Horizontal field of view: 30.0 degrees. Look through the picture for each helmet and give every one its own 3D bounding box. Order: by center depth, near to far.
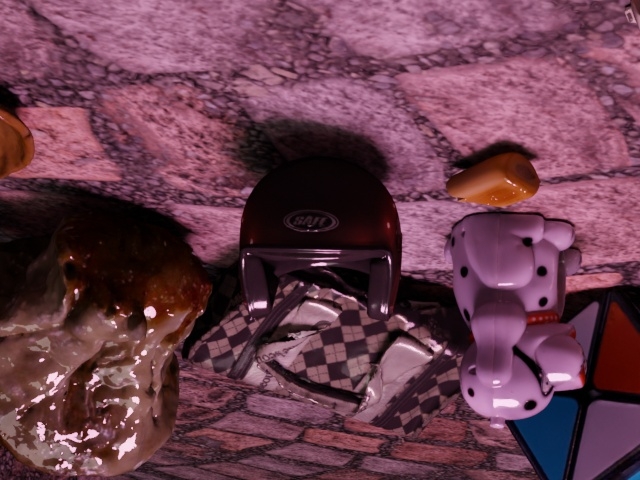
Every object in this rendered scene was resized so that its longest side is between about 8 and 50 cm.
[{"bbox_3d":[0.000,0.000,1.378,0.189,0.193,0.216,2,172,7],"label":"helmet"}]

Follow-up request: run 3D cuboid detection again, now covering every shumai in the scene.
[{"bbox_3d":[-0.309,0.118,1.666,0.397,0.324,0.323,39,130,-16],"label":"shumai"}]

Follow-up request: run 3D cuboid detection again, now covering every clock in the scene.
[{"bbox_3d":[0.244,0.110,1.506,0.188,0.254,0.189,3,156,1],"label":"clock"}]

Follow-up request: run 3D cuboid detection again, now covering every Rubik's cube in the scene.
[{"bbox_3d":[0.429,0.257,1.700,0.246,0.250,0.248,-41,137,13],"label":"Rubik's cube"}]

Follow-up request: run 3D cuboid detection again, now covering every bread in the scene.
[{"bbox_3d":[0.196,-0.066,1.340,0.062,0.049,0.103,28,154,-24],"label":"bread"}]

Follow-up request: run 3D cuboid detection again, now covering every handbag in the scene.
[{"bbox_3d":[0.035,0.141,1.794,0.416,0.180,0.317,19,149,-14],"label":"handbag"}]

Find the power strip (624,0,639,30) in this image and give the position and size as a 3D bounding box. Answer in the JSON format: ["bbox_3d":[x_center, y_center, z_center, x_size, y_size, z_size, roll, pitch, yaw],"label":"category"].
[{"bbox_3d":[0.378,-0.192,0.980,0.252,0.027,0.060,-3,156,27],"label":"power strip"}]

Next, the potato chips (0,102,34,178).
[{"bbox_3d":[-0.424,-0.138,1.361,0.208,0.062,0.195,27,147,-37],"label":"potato chips"}]
